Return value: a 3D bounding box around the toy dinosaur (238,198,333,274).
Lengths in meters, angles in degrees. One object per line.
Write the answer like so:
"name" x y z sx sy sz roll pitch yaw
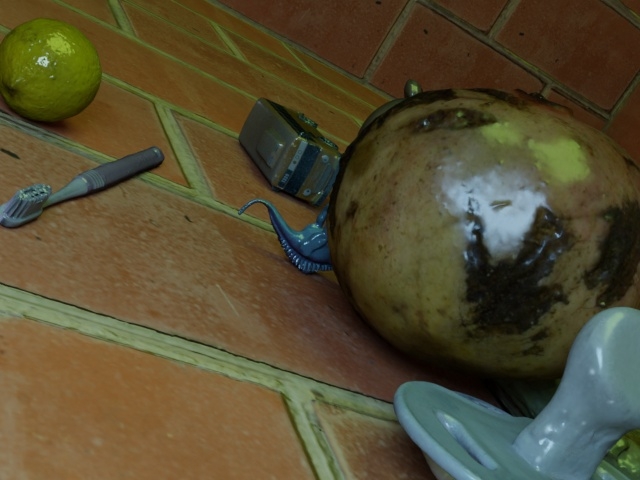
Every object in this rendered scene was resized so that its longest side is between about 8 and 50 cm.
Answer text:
"toy dinosaur" 0.000 0.000 0.951 0.197 0.080 0.045 30 11 -23

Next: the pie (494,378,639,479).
"pie" 0.304 0.193 0.963 0.306 0.071 0.306 33 16 -11

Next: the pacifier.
"pacifier" 0.192 0.140 0.671 0.278 0.207 0.227 23 14 -28

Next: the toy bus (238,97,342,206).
"toy bus" -0.046 -0.133 1.233 0.103 0.091 0.182 20 19 -32

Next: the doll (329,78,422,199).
"doll" 0.109 -0.072 1.151 0.174 0.235 0.330 6 26 7

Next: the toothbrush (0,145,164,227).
"toothbrush" -0.217 -0.064 0.833 0.024 0.029 0.354 45 16 -3

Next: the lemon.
"lemon" -0.288 -0.180 0.901 0.109 0.109 0.133 31 22 -2

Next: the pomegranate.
"pomegranate" 0.165 -0.010 0.837 0.322 0.322 0.322 29 17 -10
